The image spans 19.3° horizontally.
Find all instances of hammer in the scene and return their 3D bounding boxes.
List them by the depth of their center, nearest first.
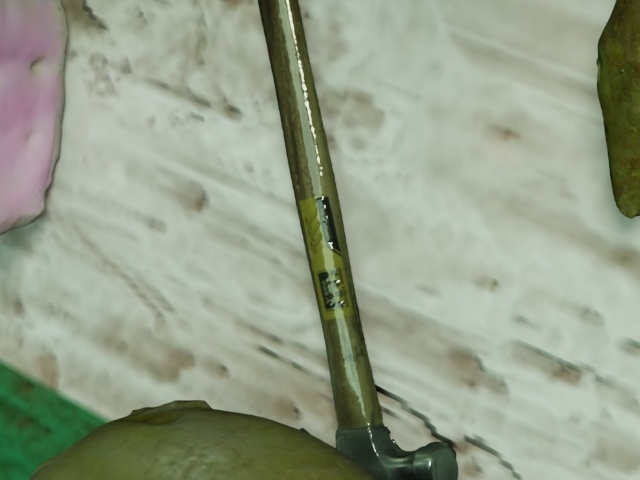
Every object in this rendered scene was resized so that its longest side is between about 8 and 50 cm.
[{"bbox_3d":[0.000,0.000,0.640,0.062,0.017,0.182,-13,88,36],"label":"hammer"}]

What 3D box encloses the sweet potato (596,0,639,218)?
[{"bbox_3d":[0.103,-0.081,0.541,0.041,0.038,0.153,6,100,11],"label":"sweet potato"}]

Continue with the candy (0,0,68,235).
[{"bbox_3d":[-0.240,-0.067,0.712,0.265,0.155,0.116,10,99,33],"label":"candy"}]

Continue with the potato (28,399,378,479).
[{"bbox_3d":[-0.022,0.159,0.594,0.178,0.160,0.235,-41,63,2],"label":"potato"}]
